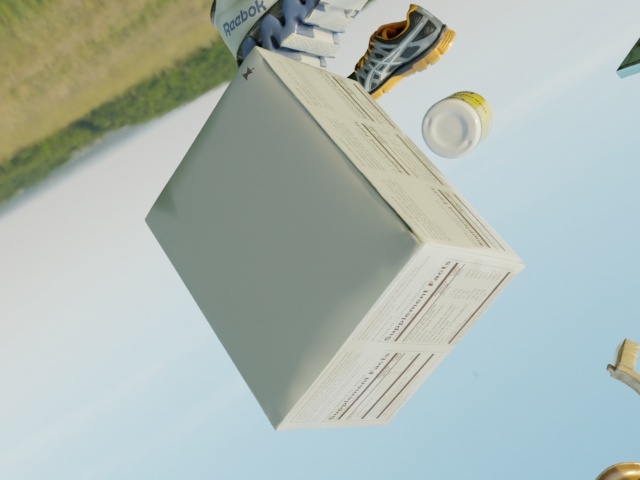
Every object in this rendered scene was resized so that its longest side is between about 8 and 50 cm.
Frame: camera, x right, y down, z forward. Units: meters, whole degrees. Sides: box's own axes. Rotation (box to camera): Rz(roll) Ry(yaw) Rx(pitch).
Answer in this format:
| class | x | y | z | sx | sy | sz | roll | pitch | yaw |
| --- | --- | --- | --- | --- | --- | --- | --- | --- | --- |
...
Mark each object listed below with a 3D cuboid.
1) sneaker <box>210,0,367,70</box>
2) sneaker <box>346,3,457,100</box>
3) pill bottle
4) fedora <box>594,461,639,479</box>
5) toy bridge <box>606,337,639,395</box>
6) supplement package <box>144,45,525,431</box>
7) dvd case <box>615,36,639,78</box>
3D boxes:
| class | x | y | z | sx | sy | sz | roll | pitch | yaw |
| --- | --- | --- | --- | --- | --- | --- | --- | --- | --- |
| sneaker | -0.018 | -0.305 | 0.986 | 0.315 | 0.182 | 0.127 | -46 | 158 | 23 |
| sneaker | 0.097 | -0.272 | 1.405 | 0.215 | 0.083 | 0.084 | -30 | -154 | 37 |
| pill bottle | 0.155 | -0.131 | 1.059 | 0.065 | 0.065 | 0.116 | -27 | -176 | 24 |
| fedora | 0.398 | 0.315 | 1.062 | 0.194 | 0.194 | 0.079 | -42 | 159 | -42 |
| toy bridge | 0.350 | 0.154 | 0.878 | 0.026 | 0.188 | 0.063 | 108 | 6 | -56 |
| supplement package | 0.000 | 0.000 | 0.832 | 0.145 | 0.262 | 0.204 | 10 | 124 | -47 |
| dvd case | 0.361 | -0.216 | 0.973 | 0.119 | 0.013 | 0.087 | -52 | -161 | -24 |
